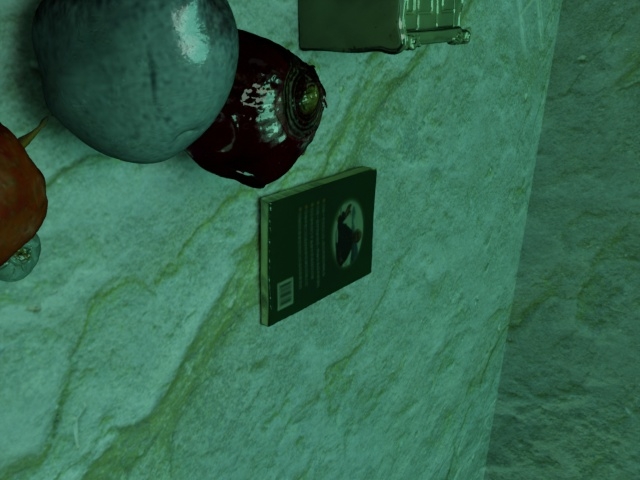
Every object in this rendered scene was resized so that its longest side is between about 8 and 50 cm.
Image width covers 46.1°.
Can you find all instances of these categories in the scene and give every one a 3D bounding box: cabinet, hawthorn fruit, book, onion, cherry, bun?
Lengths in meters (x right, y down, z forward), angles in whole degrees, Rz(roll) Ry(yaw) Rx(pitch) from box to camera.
[{"bbox_3d":[0.138,-0.515,1.440,0.318,0.228,0.289,-24,118,-52],"label":"cabinet"},{"bbox_3d":[-0.378,-0.062,0.809,0.243,0.208,0.207,-46,135,-32],"label":"hawthorn fruit"},{"bbox_3d":[0.000,0.000,1.563,0.371,0.043,0.260,-22,120,-51],"label":"book"},{"bbox_3d":[-0.131,-0.197,1.128,0.207,0.216,0.206,25,76,-62],"label":"onion"},{"bbox_3d":[-0.233,-0.227,0.942,0.218,0.296,0.254,-15,83,-56],"label":"cherry"},{"bbox_3d":[-0.393,0.014,0.963,0.083,0.045,0.083,-24,121,-47],"label":"bun"}]
